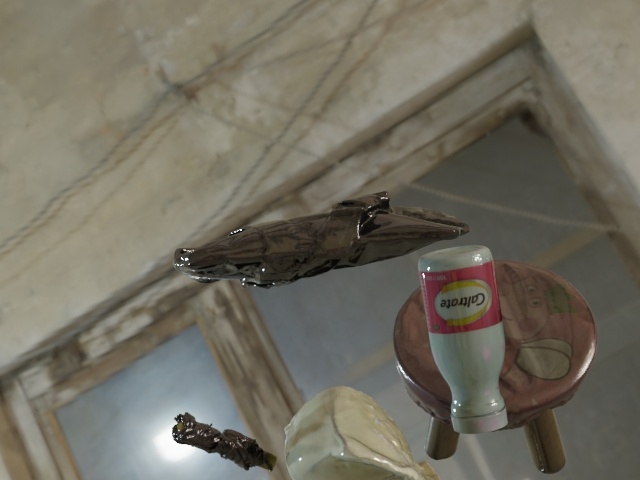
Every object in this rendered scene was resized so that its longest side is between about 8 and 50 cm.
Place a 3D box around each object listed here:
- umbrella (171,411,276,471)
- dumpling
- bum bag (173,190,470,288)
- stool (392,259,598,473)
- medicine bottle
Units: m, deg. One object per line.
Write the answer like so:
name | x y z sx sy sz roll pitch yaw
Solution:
umbrella | -0.108 0.232 1.330 0.144 0.040 0.037 30 -70 -37
dumpling | 0.055 0.244 1.325 0.131 0.179 0.252 -66 10 -15
bum bag | 0.000 0.000 0.987 0.248 0.060 0.123 -14 -1 -5
stool | 0.241 0.175 1.593 0.272 0.272 0.178 -25 -46 -12
medicine bottle | 0.176 0.118 1.403 0.090 0.216 0.090 -10 5 1
